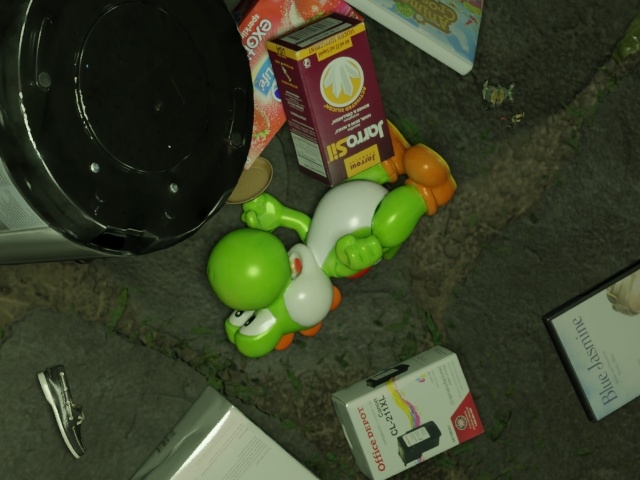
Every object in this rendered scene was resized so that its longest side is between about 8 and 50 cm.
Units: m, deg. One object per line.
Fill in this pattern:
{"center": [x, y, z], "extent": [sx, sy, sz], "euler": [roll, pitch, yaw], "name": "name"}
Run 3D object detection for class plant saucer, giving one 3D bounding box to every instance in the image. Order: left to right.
{"center": [-0.100, -0.077, 1.896], "extent": [0.083, 0.083, 0.015], "euler": [-38, 137, -9], "name": "plant saucer"}

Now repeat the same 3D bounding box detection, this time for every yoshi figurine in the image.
{"center": [-0.008, -0.011, 1.876], "extent": [0.203, 0.203, 0.362], "euler": [44, 85, 0], "name": "yoshi figurine"}

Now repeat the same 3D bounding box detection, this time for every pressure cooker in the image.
{"center": [-0.337, -0.155, 1.647], "extent": [0.376, 0.420, 0.369], "euler": [-3, 88, -48], "name": "pressure cooker"}

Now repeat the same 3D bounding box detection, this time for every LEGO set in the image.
{"center": [0.253, -0.196, 2.012], "extent": [0.054, 0.023, 0.083], "euler": [-28, 116, -10], "name": "LEGO set"}

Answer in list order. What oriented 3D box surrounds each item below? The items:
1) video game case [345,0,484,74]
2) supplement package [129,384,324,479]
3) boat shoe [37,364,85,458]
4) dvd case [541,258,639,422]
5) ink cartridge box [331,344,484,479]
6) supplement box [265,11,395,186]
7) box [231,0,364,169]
{"center": [0.124, -0.339, 1.894], "extent": [0.212, 0.023, 0.193], "euler": [30, 47, -18], "name": "video game case"}
{"center": [-0.121, 0.338, 1.887], "extent": [0.203, 0.149, 0.194], "euler": [43, 83, -16], "name": "supplement package"}
{"center": [-0.331, 0.224, 1.872], "extent": [0.038, 0.046, 0.125], "euler": [-23, 93, -8], "name": "boat shoe"}
{"center": [0.467, 0.131, 2.104], "extent": [0.253, 0.022, 0.180], "euler": [-29, 103, -11], "name": "dvd case"}
{"center": [0.121, 0.242, 1.988], "extent": [0.175, 0.072, 0.127], "euler": [-24, 102, -13], "name": "ink cartridge box"}
{"center": [0.014, -0.177, 1.790], "extent": [0.104, 0.081, 0.188], "euler": [-28, 120, -22], "name": "supplement box"}
{"center": [-0.079, -0.229, 1.856], "extent": [0.128, 0.123, 0.257], "euler": [39, 84, -17], "name": "box"}
